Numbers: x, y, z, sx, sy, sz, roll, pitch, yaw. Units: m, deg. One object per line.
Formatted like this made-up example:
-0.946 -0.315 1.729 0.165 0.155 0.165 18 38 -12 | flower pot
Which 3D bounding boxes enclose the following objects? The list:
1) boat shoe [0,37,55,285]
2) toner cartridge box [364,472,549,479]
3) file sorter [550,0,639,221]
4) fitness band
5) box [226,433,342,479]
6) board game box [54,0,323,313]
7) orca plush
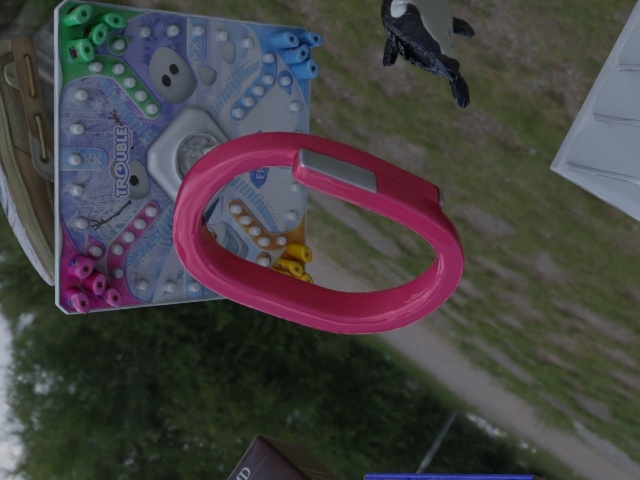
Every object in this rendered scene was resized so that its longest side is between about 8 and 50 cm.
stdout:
-0.377 -0.111 1.212 0.121 0.110 0.341 -26 83 66 | boat shoe
0.125 0.388 0.815 0.165 0.348 0.075 -5 163 24 | toner cartridge box
0.436 -0.151 1.025 0.193 0.278 0.173 26 -176 -20 | file sorter
0.000 0.000 0.888 0.291 0.054 0.209 22 134 -21 | fitness band
0.015 0.458 1.258 0.381 0.191 0.143 33 180 37 | box
-0.162 -0.107 1.229 0.390 0.390 0.050 -3 -171 -38 | board game box
0.134 -0.267 1.249 0.151 0.102 0.287 11 -140 -34 | orca plush
